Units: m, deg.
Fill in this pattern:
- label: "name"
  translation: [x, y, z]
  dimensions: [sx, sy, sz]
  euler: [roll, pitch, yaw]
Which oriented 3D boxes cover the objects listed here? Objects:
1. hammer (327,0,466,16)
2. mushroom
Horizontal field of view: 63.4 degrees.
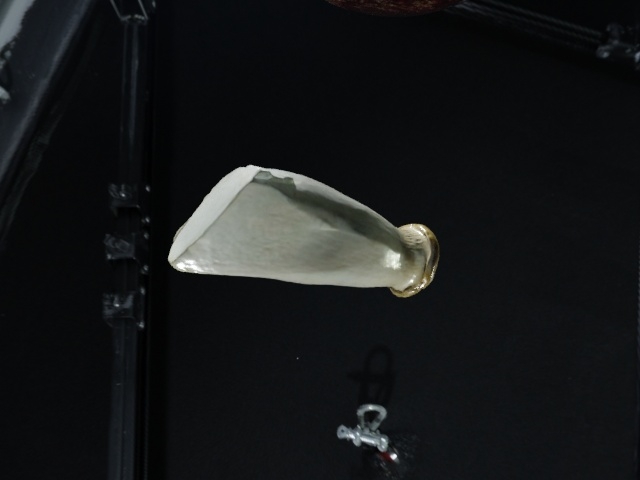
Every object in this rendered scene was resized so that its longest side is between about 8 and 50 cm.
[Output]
- label: "hammer"
  translation: [-0.070, -0.267, 0.218]
  dimensions: [0.408, 0.095, 0.243]
  euler: [1, -78, -32]
- label: "mushroom"
  translation: [0.000, -0.009, 0.744]
  dimensions: [0.407, 0.137, 0.154]
  euler: [9, -80, -31]
